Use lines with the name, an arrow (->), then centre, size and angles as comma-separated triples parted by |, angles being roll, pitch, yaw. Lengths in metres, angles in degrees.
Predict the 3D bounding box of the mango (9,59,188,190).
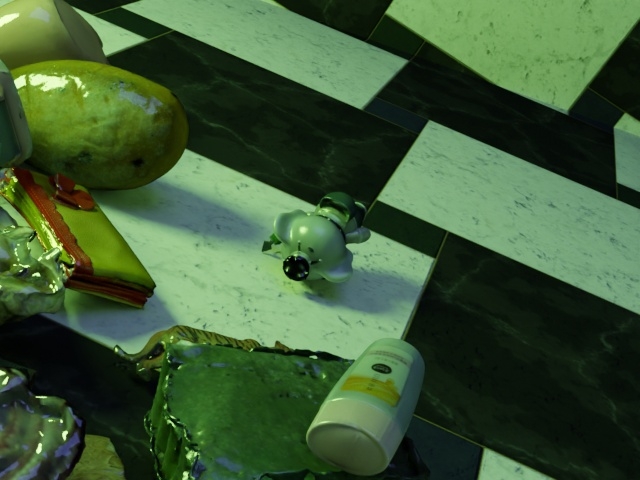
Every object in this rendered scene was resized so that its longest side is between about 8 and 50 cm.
mango -> -0.367, -0.182, 1.509 | 0.329, 0.176, 0.177 | 16, 56, 6

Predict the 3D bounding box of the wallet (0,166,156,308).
wallet -> -0.321, -0.012, 1.291 | 0.141, 0.067, 0.241 | 23, 17, -50

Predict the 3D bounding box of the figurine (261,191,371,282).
figurine -> 0.000, 0.000, 1.503 | 0.147, 0.126, 0.192 | 36, 43, 8

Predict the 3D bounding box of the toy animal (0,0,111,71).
toy animal -> -0.499, -0.301, 1.624 | 0.195, 0.256, 0.213 | 62, -1, 19

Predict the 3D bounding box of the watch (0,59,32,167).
watch -> -0.524, -0.138, 1.303 | 0.241, 0.162, 0.253 | -32, 38, -31

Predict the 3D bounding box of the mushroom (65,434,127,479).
mushroom -> -0.216, 0.244, 0.890 | 0.094, 0.072, 0.210 | 1, 31, -20

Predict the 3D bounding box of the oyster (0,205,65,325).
oyster -> -0.426, 0.019, 1.147 | 0.275, 0.100, 0.271 | -2, 28, -7

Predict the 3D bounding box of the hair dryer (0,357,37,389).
hair dryer -> -0.365, 0.088, 0.961 | 0.173, 0.195, 0.050 | 18, 54, -5

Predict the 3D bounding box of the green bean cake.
green bean cake -> -0.045, 0.216, 1.011 | 0.255, 0.132, 0.241 | 6, 28, -25

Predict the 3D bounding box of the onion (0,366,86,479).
onion -> -0.390, 0.179, 0.822 | 0.314, 0.146, 0.280 | 37, 42, 17

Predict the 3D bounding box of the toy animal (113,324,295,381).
toy animal -> -0.129, 0.146, 1.188 | 0.241, 0.057, 0.099 | 13, 19, -14

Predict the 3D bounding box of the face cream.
face cream -> 0.052, 0.159, 0.979 | 0.084, 0.057, 0.198 | 16, 21, 11
